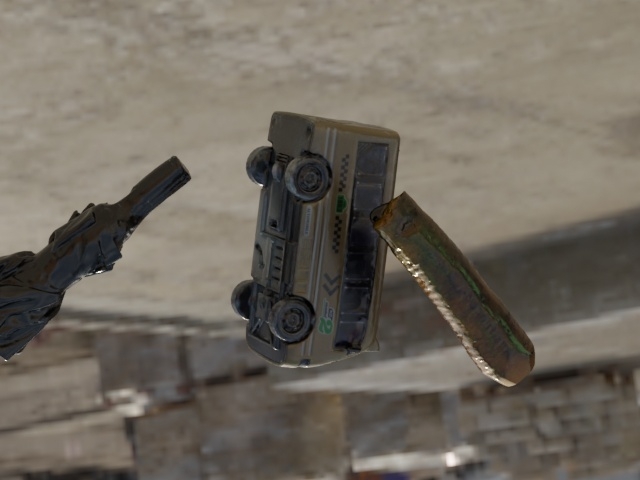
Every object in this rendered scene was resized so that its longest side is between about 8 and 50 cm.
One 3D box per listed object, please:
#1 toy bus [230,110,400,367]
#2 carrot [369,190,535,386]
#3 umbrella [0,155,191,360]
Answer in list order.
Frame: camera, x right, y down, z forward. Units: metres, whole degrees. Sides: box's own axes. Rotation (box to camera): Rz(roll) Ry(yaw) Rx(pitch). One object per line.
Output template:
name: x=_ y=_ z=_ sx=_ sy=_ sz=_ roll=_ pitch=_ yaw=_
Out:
toy bus: x=0.000 y=0.000 z=1.869 sx=0.157 sy=0.289 sz=0.139 roll=4 pitch=-174 yaw=-26
carrot: x=0.146 y=0.055 z=1.771 sx=0.070 sy=0.260 sz=0.070 roll=-35 pitch=-161 yaw=14
umbrella: x=-0.299 y=0.013 z=1.957 sx=0.340 sy=0.118 sz=0.118 roll=-38 pitch=164 yaw=5
